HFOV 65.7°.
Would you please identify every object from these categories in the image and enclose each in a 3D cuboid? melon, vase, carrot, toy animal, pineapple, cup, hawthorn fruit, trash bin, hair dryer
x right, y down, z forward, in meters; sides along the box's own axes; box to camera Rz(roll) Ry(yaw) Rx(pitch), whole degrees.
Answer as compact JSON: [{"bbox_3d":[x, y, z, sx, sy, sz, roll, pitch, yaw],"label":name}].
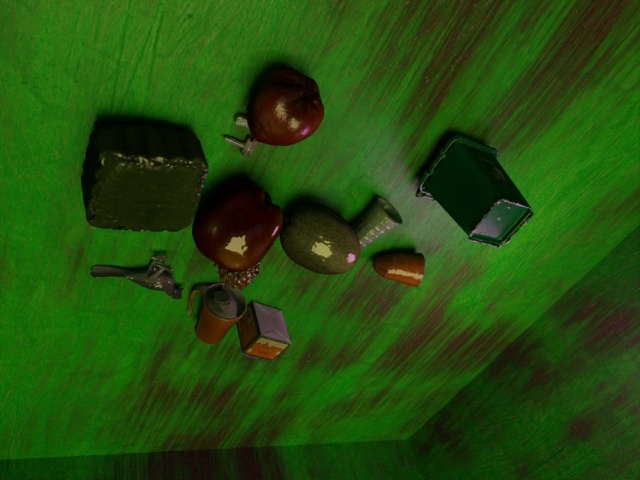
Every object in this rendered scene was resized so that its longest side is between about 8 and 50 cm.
[{"bbox_3d":[0.000,0.000,1.843,0.329,0.248,0.248,35,115,-23],"label":"melon"},{"bbox_3d":[0.172,-0.025,1.982,0.143,0.143,0.299,25,122,-38],"label":"vase"},{"bbox_3d":[0.336,0.122,2.193,0.225,0.159,0.159,5,131,-13],"label":"carrot"},{"bbox_3d":[-0.629,0.131,1.842,0.367,0.081,0.206,26,130,-38],"label":"toy animal"},{"bbox_3d":[-0.304,0.087,1.884,0.167,0.166,0.193,4,129,-25],"label":"pineapple"},{"bbox_3d":[-0.443,0.297,2.047,0.226,0.182,0.263,31,129,-3],"label":"cup"},{"bbox_3d":[-0.122,-0.377,1.472,0.224,0.223,0.261,24,140,-37],"label":"hawthorn fruit"},{"bbox_3d":[0.550,-0.166,1.811,0.260,0.380,0.295,11,128,-29],"label":"trash bin"},{"bbox_3d":[-0.265,-0.318,1.590,0.115,0.037,0.063,19,122,-27],"label":"hair dryer"}]

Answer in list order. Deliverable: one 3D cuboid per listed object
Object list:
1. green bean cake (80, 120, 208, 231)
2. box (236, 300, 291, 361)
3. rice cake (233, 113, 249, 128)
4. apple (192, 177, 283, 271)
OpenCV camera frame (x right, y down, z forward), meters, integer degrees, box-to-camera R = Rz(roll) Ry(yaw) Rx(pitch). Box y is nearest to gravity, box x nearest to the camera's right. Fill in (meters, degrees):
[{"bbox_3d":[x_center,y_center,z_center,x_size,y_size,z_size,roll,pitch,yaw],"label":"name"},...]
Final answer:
[{"bbox_3d":[-0.530,-0.189,1.494,0.320,0.218,0.335,4,138,-35],"label":"green bean cake"},{"bbox_3d":[-0.256,0.401,2.180,0.178,0.194,0.148,25,119,-39],"label":"box"},{"bbox_3d":[-0.178,-0.358,1.582,0.208,0.033,0.033,13,125,-32],"label":"rice cake"},{"bbox_3d":[-0.284,-0.043,1.681,0.317,0.288,0.288,-45,133,5],"label":"apple"}]
